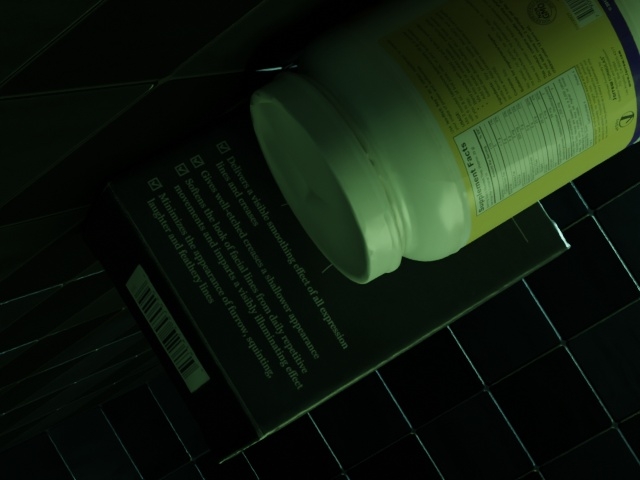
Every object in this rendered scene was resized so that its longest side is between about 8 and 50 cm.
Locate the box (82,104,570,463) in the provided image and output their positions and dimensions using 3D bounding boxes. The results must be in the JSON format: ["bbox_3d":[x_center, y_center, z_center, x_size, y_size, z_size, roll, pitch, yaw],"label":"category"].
[{"bbox_3d":[0.000,0.000,1.614,0.395,0.293,0.212,-29,175,-20],"label":"box"}]

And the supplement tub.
[{"bbox_3d":[0.127,-0.128,1.431,0.331,0.241,0.241,-31,175,-14],"label":"supplement tub"}]
